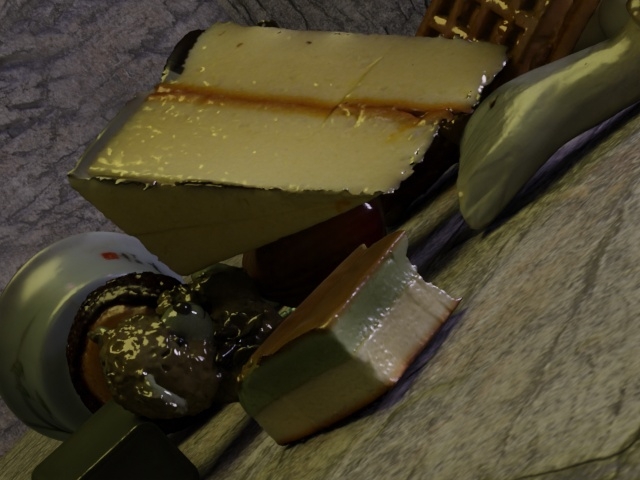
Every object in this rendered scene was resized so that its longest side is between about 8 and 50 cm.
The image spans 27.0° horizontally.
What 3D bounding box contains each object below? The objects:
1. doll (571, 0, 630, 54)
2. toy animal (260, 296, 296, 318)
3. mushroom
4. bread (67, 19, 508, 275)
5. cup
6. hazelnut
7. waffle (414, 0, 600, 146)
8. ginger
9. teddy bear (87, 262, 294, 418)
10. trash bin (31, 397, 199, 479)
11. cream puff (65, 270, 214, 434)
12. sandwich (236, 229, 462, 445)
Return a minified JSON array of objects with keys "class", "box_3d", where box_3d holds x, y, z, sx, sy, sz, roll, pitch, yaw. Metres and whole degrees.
[{"class":"doll","box_3d":[0.389,-0.295,1.770,0.141,0.117,0.296,-24,18,-9]},{"class":"toy animal","box_3d":[-0.078,0.083,2.144,0.079,0.070,0.253,-57,7,15]},{"class":"mushroom","box_3d":[0.287,-0.152,1.516,0.328,0.122,0.159,-39,44,27]},{"class":"bread","box_3d":[-0.032,-0.158,1.628,0.404,0.242,0.346,-21,30,37]},{"class":"cup","box_3d":[-0.324,0.170,2.068,0.347,0.347,0.163,-44,27,-14]},{"class":"hazelnut","box_3d":[-0.007,-0.008,1.769,0.210,0.210,0.186,155,121,-65]},{"class":"waffle","box_3d":[0.235,-0.277,1.748,0.224,0.098,0.328,45,113,46]},{"class":"ginger","box_3d":[0.152,-0.159,1.962,0.321,0.172,0.165,-39,-29,30]},{"class":"teddy bear","box_3d":[-0.146,0.133,1.605,0.256,0.156,0.267,-2,21,-37]},{"class":"trash bin","box_3d":[-0.252,0.292,1.652,0.164,0.122,0.240,-43,10,-15]},{"class":"cream puff","box_3d":[-0.240,0.157,1.895,0.239,0.239,0.165,-40,-1,14]},{"class":"sandwich","box_3d":[0.026,0.098,1.373,0.186,0.108,0.220,-48,7,-39]}]
